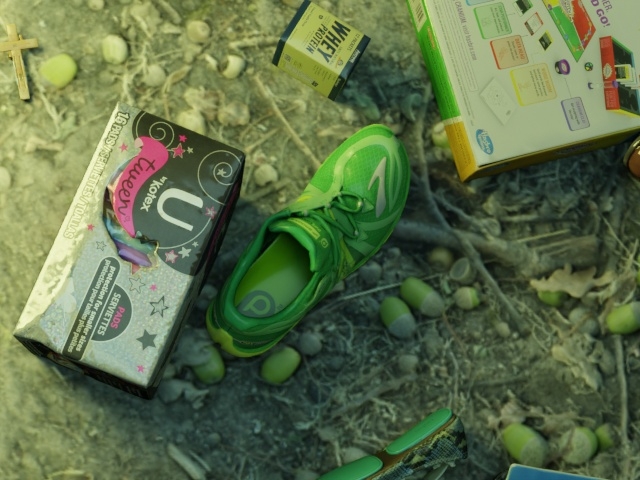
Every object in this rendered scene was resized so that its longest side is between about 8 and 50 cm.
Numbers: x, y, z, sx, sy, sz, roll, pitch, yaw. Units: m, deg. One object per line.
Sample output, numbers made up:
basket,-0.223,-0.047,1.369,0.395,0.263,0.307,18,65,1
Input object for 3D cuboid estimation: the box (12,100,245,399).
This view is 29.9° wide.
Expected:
box,-0.182,0.017,1.191,0.142,0.163,0.247,21,77,-2

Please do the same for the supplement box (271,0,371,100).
supplement box,0.000,-0.206,1.304,0.083,0.083,0.056,31,77,-2

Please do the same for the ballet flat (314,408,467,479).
ballet flat,0.072,0.244,1.235,0.188,0.070,0.070,-27,83,-9

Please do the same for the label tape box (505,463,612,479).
label tape box,0.252,0.395,1.067,0.249,0.115,0.348,11,105,-8

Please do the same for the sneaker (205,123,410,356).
sneaker,0.000,0.000,1.241,0.109,0.123,0.295,38,75,1

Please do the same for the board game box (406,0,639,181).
board game box,0.280,-0.219,1.357,0.316,0.064,0.242,-13,81,-11

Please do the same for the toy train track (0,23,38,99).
toy train track,-0.327,-0.192,1.292,0.048,0.014,0.083,-11,86,-17

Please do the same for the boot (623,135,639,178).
boot,0.484,-0.013,1.278,0.264,0.096,0.280,3,49,-19

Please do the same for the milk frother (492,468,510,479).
milk frother,0.216,0.304,1.202,0.129,0.135,0.143,-8,81,-31
